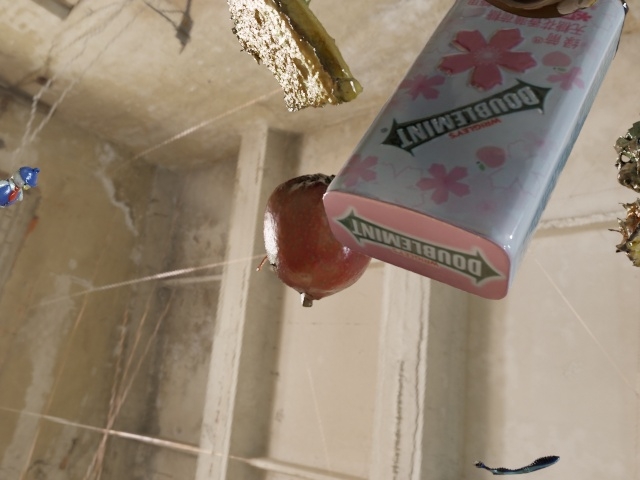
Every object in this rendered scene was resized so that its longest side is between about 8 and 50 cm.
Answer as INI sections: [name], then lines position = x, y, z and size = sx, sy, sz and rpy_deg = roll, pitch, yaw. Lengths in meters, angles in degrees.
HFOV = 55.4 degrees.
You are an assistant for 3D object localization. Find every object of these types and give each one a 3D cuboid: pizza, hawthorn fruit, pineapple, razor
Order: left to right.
[pizza]
position = -0.051, -0.312, 0.914
size = 0.089, 0.323, 0.223
rpy_deg = -36, 174, -13
[hawthorn fruit]
position = 0.000, 0.000, 0.842
size = 0.169, 0.169, 0.187
rpy_deg = 23, -64, 51
[razor]
position = 0.350, 0.401, 1.084
size = 0.155, 0.044, 0.028
rpy_deg = -5, -107, 1
[pineapple]
position = 0.666, -0.117, 1.202
size = 0.263, 0.263, 0.271
rpy_deg = -33, -133, 30

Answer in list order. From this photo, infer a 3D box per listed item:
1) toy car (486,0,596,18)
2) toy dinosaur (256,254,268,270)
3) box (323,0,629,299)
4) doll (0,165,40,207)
[toy car]
position = 0.145, -0.237, 0.310
size = 0.240, 0.271, 0.341
rpy_deg = -50, -166, -17
[toy dinosaur]
position = -0.063, -0.009, 1.656
size = 0.280, 0.055, 0.101
rpy_deg = -38, -164, -10
[box]
position = 0.172, -0.132, 0.636
size = 0.191, 0.112, 0.369
rpy_deg = 20, -118, 23
[doll]
position = -0.638, -0.110, 1.260
size = 0.143, 0.099, 0.057
rpy_deg = -32, -108, 5
